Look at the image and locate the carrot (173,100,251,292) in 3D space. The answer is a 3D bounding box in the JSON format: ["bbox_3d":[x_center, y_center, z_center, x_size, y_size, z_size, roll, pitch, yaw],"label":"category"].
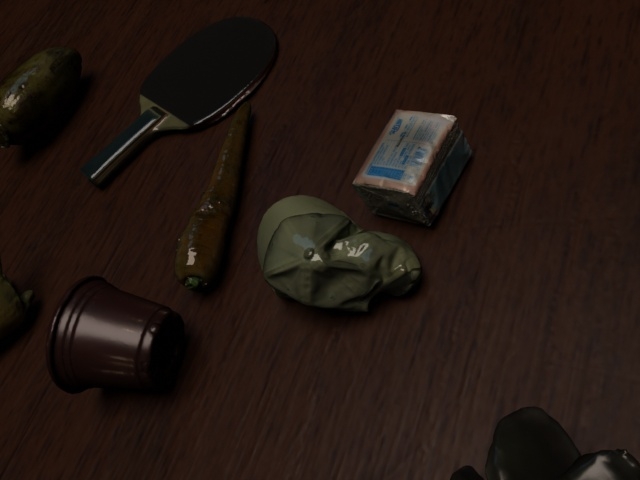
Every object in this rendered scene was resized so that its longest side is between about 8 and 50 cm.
[{"bbox_3d":[-0.105,-0.056,0.704,0.049,0.049,0.254,-4,54,23],"label":"carrot"}]

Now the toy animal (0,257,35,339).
[{"bbox_3d":[-0.395,0.109,0.707,0.101,0.103,0.219,42,76,15],"label":"toy animal"}]

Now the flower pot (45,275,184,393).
[{"bbox_3d":[-0.176,0.090,0.603,0.089,0.111,0.111,6,60,15],"label":"flower pot"}]

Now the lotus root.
[{"bbox_3d":[-0.392,-0.198,0.907,0.081,0.089,0.179,31,63,-7],"label":"lotus root"}]

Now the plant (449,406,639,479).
[{"bbox_3d":[0.079,0.216,0.330,0.276,0.188,0.199,-38,51,-3],"label":"plant"}]

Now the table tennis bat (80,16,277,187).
[{"bbox_3d":[-0.178,-0.179,0.836,0.301,0.022,0.173,-47,52,-12],"label":"table tennis bat"}]

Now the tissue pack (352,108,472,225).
[{"bbox_3d":[0.084,-0.067,0.609,0.074,0.058,0.094,16,66,36],"label":"tissue pack"}]

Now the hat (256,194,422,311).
[{"bbox_3d":[0.000,0.001,0.598,0.122,0.081,0.166,-34,40,-3],"label":"hat"}]
